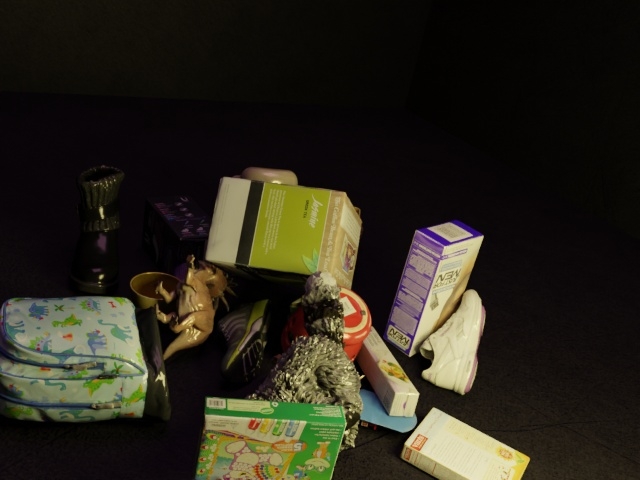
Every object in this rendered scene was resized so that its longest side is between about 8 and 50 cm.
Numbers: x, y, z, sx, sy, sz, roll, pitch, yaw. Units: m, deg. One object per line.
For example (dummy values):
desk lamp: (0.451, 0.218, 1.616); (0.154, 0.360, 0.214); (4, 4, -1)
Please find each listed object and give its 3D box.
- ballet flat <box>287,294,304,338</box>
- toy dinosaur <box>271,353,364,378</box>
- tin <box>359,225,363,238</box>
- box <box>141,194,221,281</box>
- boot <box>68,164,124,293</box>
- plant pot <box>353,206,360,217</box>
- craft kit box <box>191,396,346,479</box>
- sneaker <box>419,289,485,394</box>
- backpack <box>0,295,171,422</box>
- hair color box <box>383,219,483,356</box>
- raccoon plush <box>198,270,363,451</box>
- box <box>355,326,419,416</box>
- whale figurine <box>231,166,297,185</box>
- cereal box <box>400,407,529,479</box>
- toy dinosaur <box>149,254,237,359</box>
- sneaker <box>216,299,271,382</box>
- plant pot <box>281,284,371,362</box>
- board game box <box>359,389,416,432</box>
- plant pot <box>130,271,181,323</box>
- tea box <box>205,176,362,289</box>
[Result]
ballet flat: (-0.048, 0.198, 1.936); (0.077, 0.077, 0.231); (-2, 26, 5)
toy dinosaur: (-0.020, 0.328, 1.623); (0.211, 0.112, 0.064); (21, 21, 1)
tin: (0.061, -0.055, 2.556); (0.189, 0.040, 0.106); (20, 30, 15)
box: (-0.400, -0.002, 2.069); (0.143, 0.165, 0.270); (-6, 31, -34)
boot: (-0.602, -0.038, 1.934); (0.131, 0.260, 0.348); (4, 26, -18)
plant pot: (0.000, 0.000, 2.230); (0.212, 0.187, 0.212); (12, 26, -2)
craft kit box: (-0.101, 0.398, 1.280); (0.249, 0.247, 0.061); (6, 29, -12)
sneaker: (0.346, 0.247, 1.871); (0.152, 0.114, 0.305); (10, 52, 14)
backpack: (-0.503, 0.240, 1.460); (0.355, 0.273, 0.290); (-8, 36, -13)
hair color box: (0.302, 0.127, 1.926); (0.185, 0.339, 0.110); (-14, 38, -44)
raccoon plush: (-0.101, 0.280, 1.498); (0.299, 0.216, 0.446); (4, 49, -19)
box: (0.147, 0.312, 1.753); (0.063, 0.067, 0.324); (8, 19, -19)
whale figurine: (-0.175, -0.151, 2.213); (0.216, 0.141, 0.272); (3, 2, -21)
cereal box: (0.315, 0.472, 1.556); (0.240, 0.047, 0.173); (24, 27, 24)
toy dinosaur: (-0.296, 0.162, 1.734); (0.127, 0.296, 0.200); (-10, -29, 36)
sneaker: (-0.201, 0.246, 1.747); (0.121, 0.111, 0.300); (-2, 22, 11)
plant pot: (0.021, 0.219, 1.741); (0.191, 0.174, 0.191); (17, 45, -18)
board game box: (0.135, 0.401, 1.641); (0.168, 0.033, 0.133); (17, 18, 5)
plant pot: (-0.418, 0.154, 1.815); (0.134, 0.095, 0.134); (10, 24, -5)
tea box: (-0.080, -0.003, 1.855); (0.323, 0.220, 0.329); (9, -9, 11)
